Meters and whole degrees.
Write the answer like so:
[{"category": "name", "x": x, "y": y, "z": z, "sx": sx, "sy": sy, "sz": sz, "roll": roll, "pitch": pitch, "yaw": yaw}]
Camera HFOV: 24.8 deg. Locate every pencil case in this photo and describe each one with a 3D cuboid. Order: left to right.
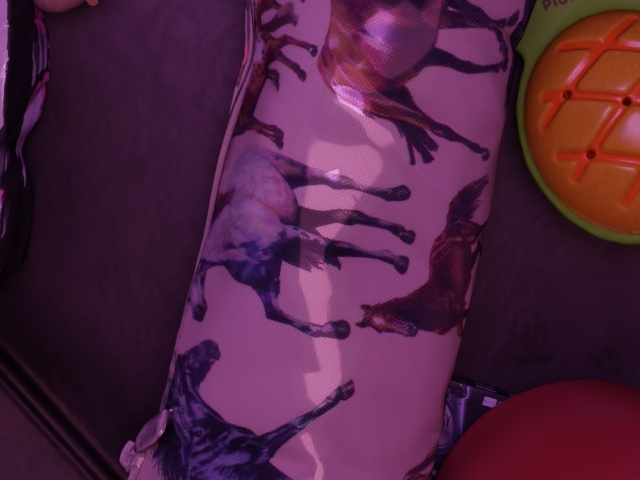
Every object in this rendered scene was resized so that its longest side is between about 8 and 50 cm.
[{"category": "pencil case", "x": 0.000, "y": 0.000, "z": 0.827, "sx": 0.183, "sy": 0.160, "sz": 0.410, "roll": 9, "pitch": 101, "yaw": -16}]

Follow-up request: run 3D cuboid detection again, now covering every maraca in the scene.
[{"category": "maraca", "x": 0.173, "y": -0.087, "z": 0.852, "sx": 0.127, "sy": 0.099, "sz": 0.185, "roll": -21, "pitch": 76, "yaw": 5}]

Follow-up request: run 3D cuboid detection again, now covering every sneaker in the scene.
[{"category": "sneaker", "x": -0.211, "y": -0.068, "z": 0.854, "sx": 0.077, "sy": 0.072, "sz": 0.178, "roll": 9, "pitch": 94, "yaw": 7}]

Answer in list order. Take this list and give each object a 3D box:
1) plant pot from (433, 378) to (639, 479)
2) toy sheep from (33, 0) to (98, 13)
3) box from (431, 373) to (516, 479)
[{"category": "plant pot", "x": 0.178, "y": 0.208, "z": 0.818, "sx": 0.275, "sy": 0.243, "sz": 0.275, "roll": -2, "pitch": 103, "yaw": -9}, {"category": "toy sheep", "x": -0.140, "y": -0.192, "z": 0.822, "sx": 0.091, "sy": 0.091, "sz": 0.132, "roll": 14, "pitch": 115, "yaw": -5}, {"category": "box", "x": 0.083, "y": 0.120, "z": 0.923, "sx": 0.083, "sy": 0.018, "sz": 0.067, "roll": 19, "pitch": 100, "yaw": -6}]
